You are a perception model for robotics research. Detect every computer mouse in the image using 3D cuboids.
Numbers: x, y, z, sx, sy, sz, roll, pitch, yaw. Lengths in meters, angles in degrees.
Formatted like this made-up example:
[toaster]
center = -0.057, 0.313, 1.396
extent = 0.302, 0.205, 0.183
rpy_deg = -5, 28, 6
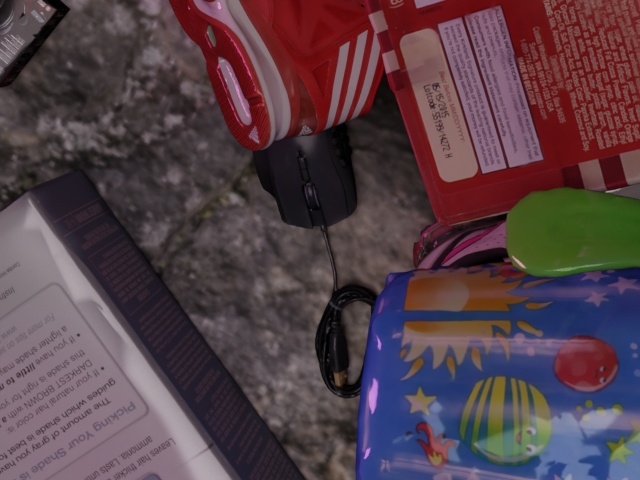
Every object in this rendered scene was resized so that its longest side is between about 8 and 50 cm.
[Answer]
[computer mouse]
center = 0.000, 0.000, 0.951
extent = 0.071, 0.041, 0.242
rpy_deg = -12, 100, 9

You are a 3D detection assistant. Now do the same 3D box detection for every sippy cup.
[sippy cup]
center = 0.139, 0.107, 0.782
extent = 0.224, 0.240, 0.305
rpy_deg = 5, 103, 8

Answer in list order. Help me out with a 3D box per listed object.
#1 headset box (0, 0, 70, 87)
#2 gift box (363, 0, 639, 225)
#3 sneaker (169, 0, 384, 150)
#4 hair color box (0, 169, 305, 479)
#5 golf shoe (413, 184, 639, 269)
[headset box]
center = -0.232, -0.155, 0.958
extent = 0.062, 0.032, 0.083
rpy_deg = 42, 102, -2
[gift box]
center = 0.157, -0.170, 0.792
extent = 0.276, 0.258, 0.255
rpy_deg = -8, 103, 30
[sneaker]
center = -0.028, -0.171, 0.916
extent = 0.128, 0.087, 0.221
rpy_deg = -12, 78, -28
[hair color box]
center = -0.152, 0.157, 0.968
extent = 0.185, 0.113, 0.374
rpy_deg = -34, 94, 13
[golf shoe]
center = 0.153, 0.002, 0.902
extent = 0.186, 0.086, 0.067
rpy_deg = -27, 120, 13
